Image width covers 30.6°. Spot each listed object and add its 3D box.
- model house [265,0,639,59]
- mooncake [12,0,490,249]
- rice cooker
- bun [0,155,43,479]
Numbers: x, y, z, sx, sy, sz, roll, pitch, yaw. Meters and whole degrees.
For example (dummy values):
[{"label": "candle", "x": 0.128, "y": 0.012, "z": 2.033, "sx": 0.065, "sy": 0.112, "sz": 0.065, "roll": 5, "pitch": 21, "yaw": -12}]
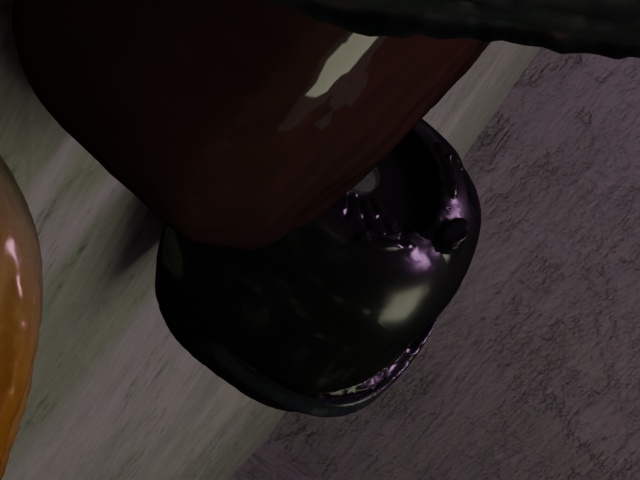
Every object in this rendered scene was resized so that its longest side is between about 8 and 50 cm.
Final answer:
[{"label": "model house", "x": 0.031, "y": -0.217, "z": 0.296, "sx": 0.301, "sy": 0.271, "sz": 0.190, "roll": 75, "pitch": 36, "yaw": -60}, {"label": "mooncake", "x": 0.003, "y": -0.134, "z": 0.612, "sx": 0.326, "sy": 0.174, "sz": 0.334, "roll": -41, "pitch": 167, "yaw": -42}, {"label": "rice cooker", "x": 0.000, "y": 0.000, "z": 0.977, "sx": 0.267, "sy": 0.267, "sz": 0.224, "roll": -46, "pitch": 174, "yaw": -42}, {"label": "bun", "x": -0.209, "y": 0.086, "z": 0.447, "sx": 0.299, "sy": 0.165, "sz": 0.299, "roll": -50, "pitch": 171, "yaw": -10}]
